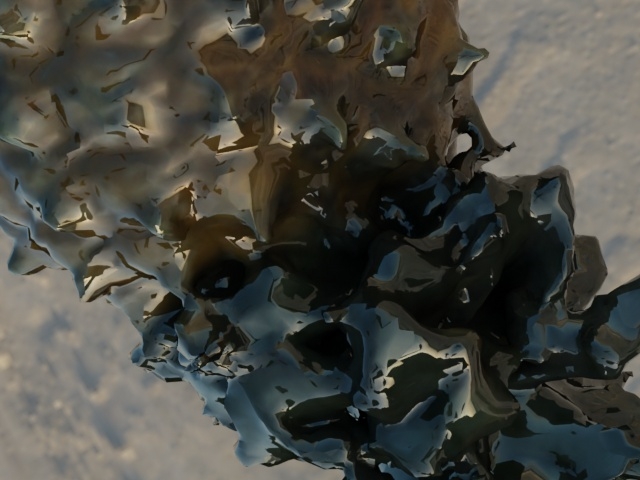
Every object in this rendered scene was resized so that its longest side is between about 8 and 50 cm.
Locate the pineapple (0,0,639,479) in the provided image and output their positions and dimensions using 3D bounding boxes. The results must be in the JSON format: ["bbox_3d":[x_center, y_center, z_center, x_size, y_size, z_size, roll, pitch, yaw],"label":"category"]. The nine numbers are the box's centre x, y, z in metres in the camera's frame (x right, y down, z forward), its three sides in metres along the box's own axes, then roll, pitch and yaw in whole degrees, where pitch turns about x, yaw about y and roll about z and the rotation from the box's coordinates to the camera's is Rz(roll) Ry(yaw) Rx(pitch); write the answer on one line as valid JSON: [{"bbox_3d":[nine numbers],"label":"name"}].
[{"bbox_3d":[0.000,0.000,0.474,0.340,0.169,0.169,57,156,-7],"label":"pineapple"}]
